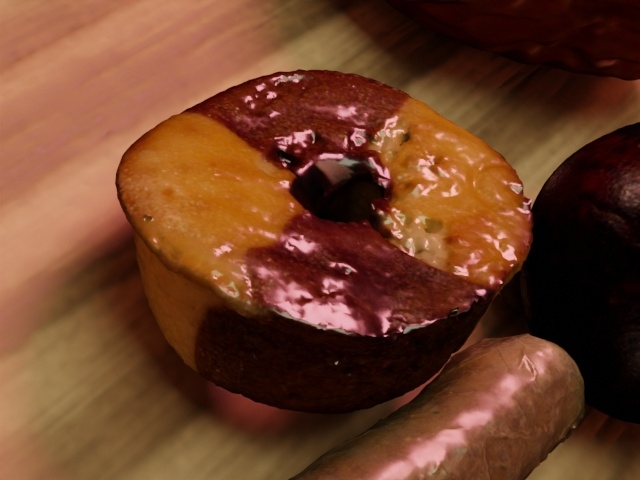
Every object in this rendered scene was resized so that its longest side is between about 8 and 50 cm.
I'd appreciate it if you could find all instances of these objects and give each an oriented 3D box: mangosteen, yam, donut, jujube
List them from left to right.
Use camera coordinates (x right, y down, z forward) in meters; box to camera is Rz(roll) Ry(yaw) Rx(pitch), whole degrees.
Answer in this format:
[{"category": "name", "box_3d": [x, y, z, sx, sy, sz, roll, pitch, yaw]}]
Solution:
[{"category": "donut", "box_3d": [0.000, 0.000, 0.604, 0.166, 0.073, 0.184, 23, 38, 11]}, {"category": "yam", "box_3d": [0.004, 0.118, 0.542, 0.066, 0.066, 0.299, 49, 47, 11]}, {"category": "jujube", "box_3d": [0.132, -0.180, 0.780, 0.250, 0.174, 0.174, 13, 50, -16]}, {"category": "mangosteen", "box_3d": [0.158, 0.013, 0.677, 0.152, 0.152, 0.153, 17, 48, -20]}]
